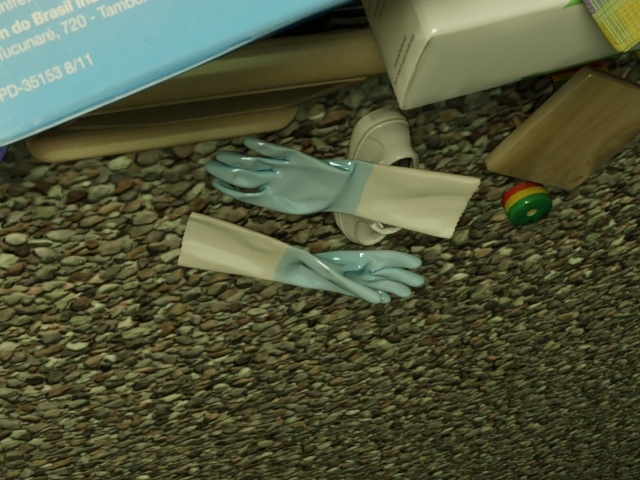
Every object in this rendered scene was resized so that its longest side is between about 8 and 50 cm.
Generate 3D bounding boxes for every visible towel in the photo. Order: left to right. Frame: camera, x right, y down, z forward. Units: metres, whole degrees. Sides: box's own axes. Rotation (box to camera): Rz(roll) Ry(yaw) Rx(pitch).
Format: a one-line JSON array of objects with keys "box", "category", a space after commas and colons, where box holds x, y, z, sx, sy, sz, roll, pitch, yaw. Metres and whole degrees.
[{"box": [0.151, -0.131, 0.543, 0.060, 0.009, 0.083, -39, 134, 14], "category": "towel"}]

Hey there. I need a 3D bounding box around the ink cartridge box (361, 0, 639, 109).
[{"box": [0.088, -0.203, 0.619, 0.160, 0.220, 0.092, -15, 164, -11], "category": "ink cartridge box"}]

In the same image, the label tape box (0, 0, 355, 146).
[{"box": [-0.088, -0.245, 0.457, 0.249, 0.348, 0.115, -23, -170, -1], "category": "label tape box"}]

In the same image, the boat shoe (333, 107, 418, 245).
[{"box": [0.056, -0.041, 1.023, 0.066, 0.063, 0.184, -10, 148, -19], "category": "boat shoe"}]

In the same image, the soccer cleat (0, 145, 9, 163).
[{"box": [-0.194, -0.138, 0.645, 0.093, 0.121, 0.289, -5, 146, -26], "category": "soccer cleat"}]

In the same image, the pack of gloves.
[{"box": [0.000, 0.000, 0.993, 0.232, 0.046, 0.195, 10, 143, -10], "category": "pack of gloves"}]

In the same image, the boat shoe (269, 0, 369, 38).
[{"box": [0.030, -0.199, 0.724, 0.335, 0.121, 0.119, -6, 163, -11], "category": "boat shoe"}]

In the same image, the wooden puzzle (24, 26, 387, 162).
[{"box": [-0.087, -0.104, 0.783, 0.220, 0.044, 0.238, -11, 179, -19], "category": "wooden puzzle"}]

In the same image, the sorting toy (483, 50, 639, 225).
[{"box": [0.236, -0.117, 1.034, 0.132, 0.046, 0.274, 8, 139, -41], "category": "sorting toy"}]
